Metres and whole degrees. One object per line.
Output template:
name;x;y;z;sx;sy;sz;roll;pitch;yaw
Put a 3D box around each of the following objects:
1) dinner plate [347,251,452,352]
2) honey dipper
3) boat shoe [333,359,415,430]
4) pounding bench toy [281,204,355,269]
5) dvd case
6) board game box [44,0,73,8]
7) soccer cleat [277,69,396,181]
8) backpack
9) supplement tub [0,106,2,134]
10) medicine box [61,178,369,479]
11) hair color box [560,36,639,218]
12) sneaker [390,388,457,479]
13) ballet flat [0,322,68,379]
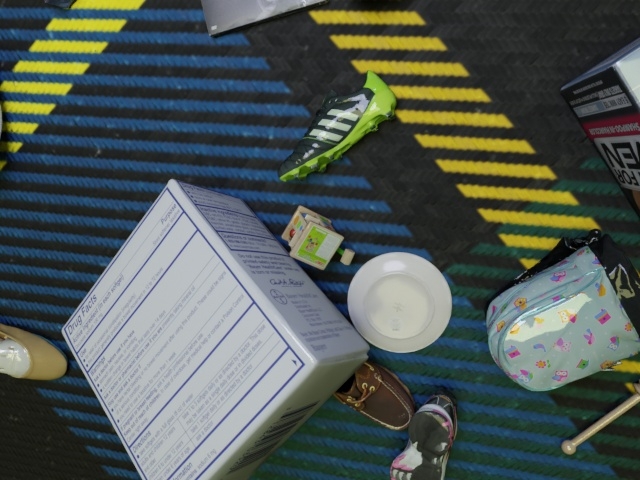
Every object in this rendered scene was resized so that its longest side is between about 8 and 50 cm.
dinner plate;0.105;0.086;0.694;0.141;0.017;0.141;3;102;12
honey dipper;0.374;0.223;0.655;0.030;0.030;0.161;42;108;2
boat shoe;0.041;0.189;0.697;0.207;0.073;0.073;38;103;2
pounding bench toy;0.000;0.000;0.681;0.083;0.065;0.052;25;106;-25
dvd case;-0.091;-0.392;0.650;0.164;0.018;0.222;-11;97;14
board game box;-0.320;-0.455;0.667;0.243;0.042;0.165;-37;89;19
soccer cleat;0.013;-0.142;0.656;0.178;0.060;0.072;-35;82;9
backpack;0.284;0.092;0.606;0.181;0.115;0.152;-29;95;18
supplement tub;-0.648;-0.171;0.692;0.330;0.241;0.241;-4;99;12
medicine box;-0.138;0.121;0.639;0.263;0.149;0.289;-49;65;15
hair color box;0.411;-0.037;0.519;0.113;0.185;0.375;-33;92;15
sneaker;0.151;0.274;0.691;0.071;0.077;0.178;28;127;21
ballet flat;-0.516;0.170;0.810;0.232;0.073;0.080;22;104;7
